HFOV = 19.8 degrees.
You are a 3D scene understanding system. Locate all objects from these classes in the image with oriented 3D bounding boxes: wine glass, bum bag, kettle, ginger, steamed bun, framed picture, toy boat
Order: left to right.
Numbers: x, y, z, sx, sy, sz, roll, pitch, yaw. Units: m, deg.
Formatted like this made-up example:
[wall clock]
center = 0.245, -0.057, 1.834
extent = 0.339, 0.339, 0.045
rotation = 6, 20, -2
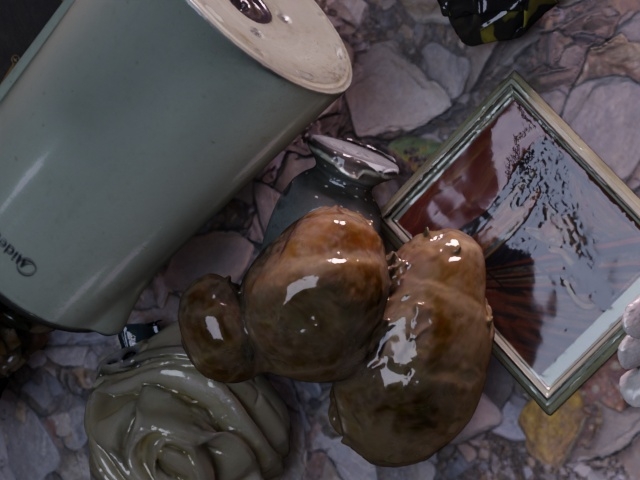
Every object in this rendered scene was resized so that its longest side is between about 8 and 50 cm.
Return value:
[kettle]
center = -0.221, -0.144, 1.769
extent = 0.361, 0.250, 0.376
rotation = 42, 114, -3
[toy boat]
center = -0.181, 0.155, 1.934
extent = 0.060, 0.055, 0.141
rotation = -17, 84, 14
[steamed bun]
center = -0.141, 0.197, 1.836
extent = 0.218, 0.144, 0.211
rotation = -28, 96, 2
[wine glass]
center = 0.000, 0.000, 1.827
extent = 0.111, 0.111, 0.204
rotation = 27, 101, 22
[ginger]
center = 0.024, 0.078, 1.731
extent = 0.304, 0.155, 0.244
rotation = 24, 111, -16
[bum bag]
center = 0.133, -0.295, 1.802
extent = 0.107, 0.060, 0.232
rotation = -36, 77, 10
[framed picture]
center = 0.204, 0.002, 1.789
extent = 0.273, 0.016, 0.216
rotation = 47, 107, 17

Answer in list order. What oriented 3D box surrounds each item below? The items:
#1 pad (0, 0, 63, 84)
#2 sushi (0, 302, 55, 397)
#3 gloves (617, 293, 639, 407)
[pad]
center = -0.372, -0.129, 2.022
extent = 0.315, 0.063, 0.375
rotation = -30, 77, 20
[sushi]
center = -0.420, 0.075, 1.947
extent = 0.225, 0.238, 0.218
rotation = 35, 120, 27
[gloves]
center = 0.363, 0.072, 1.673
extent = 0.140, 0.131, 0.218
rotation = 35, 133, 19
